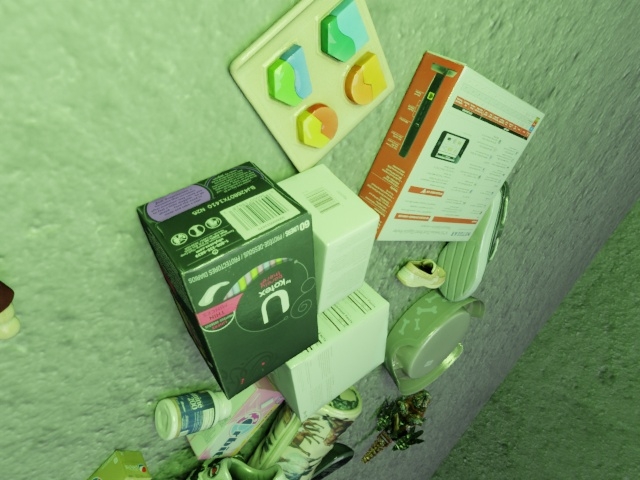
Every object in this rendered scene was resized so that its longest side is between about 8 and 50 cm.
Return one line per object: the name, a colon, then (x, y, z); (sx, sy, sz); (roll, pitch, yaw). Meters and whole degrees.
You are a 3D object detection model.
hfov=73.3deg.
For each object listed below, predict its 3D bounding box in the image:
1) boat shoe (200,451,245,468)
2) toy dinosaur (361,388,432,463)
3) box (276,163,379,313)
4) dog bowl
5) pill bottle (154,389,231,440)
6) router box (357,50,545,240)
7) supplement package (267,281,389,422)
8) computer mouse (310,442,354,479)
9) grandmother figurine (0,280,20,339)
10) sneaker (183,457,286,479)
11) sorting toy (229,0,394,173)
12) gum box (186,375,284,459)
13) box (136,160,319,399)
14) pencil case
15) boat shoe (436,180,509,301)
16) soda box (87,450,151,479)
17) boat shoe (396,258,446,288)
boat shoe: (-0.257, 0.550, 0.933); (0.233, 0.079, 0.084); (-43, 144, -2)
toy dinosaur: (0.280, 0.661, 1.517); (0.321, 0.165, 0.218); (-63, 163, -16)
box: (0.000, 0.000, 0.634); (0.091, 0.130, 0.170); (-29, 149, -25)
dog bowl: (0.319, 0.281, 1.243); (0.349, 0.102, 0.348); (-26, 137, -26)
pill bottle: (-0.220, 0.300, 0.754); (0.120, 0.067, 0.067); (5, 119, -47)
router box: (0.244, -0.144, 0.803); (0.336, 0.082, 0.301); (1, 122, -45)
supplement package: (-0.002, 0.179, 0.792); (0.203, 0.149, 0.194); (-29, 139, -24)
computer mouse: (-0.028, 0.681, 1.291); (0.272, 0.072, 0.188); (-32, 144, 0)
grandmother figurine: (-0.378, 0.071, 0.370); (0.208, 0.104, 0.342); (0, 125, -55)
sneaker: (-0.225, 0.492, 0.840); (0.331, 0.122, 0.146); (0, 101, -11)
sorting toy: (0.008, -0.204, 0.554); (0.193, 0.038, 0.208); (-44, 143, -5)
gum box: (-0.166, 0.346, 0.851); (0.188, 0.062, 0.107); (-50, 143, 3)
box: (-0.109, 0.060, 0.586); (0.165, 0.143, 0.270); (-28, 139, -24)
pencil case: (-0.066, 0.473, 0.983); (0.410, 0.160, 0.184); (-60, 157, 16)
boat shoe: (0.384, 0.006, 1.043); (0.119, 0.121, 0.335); (-15, 131, -32)
soda box: (-0.381, 0.448, 0.733); (0.181, 0.058, 0.061); (-46, 143, -3)
boat shoe: (0.254, 0.075, 1.025); (0.170, 0.063, 0.059); (0, 128, -44)
